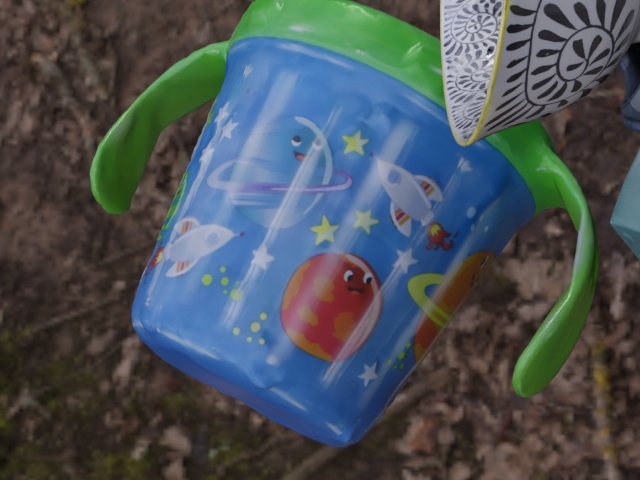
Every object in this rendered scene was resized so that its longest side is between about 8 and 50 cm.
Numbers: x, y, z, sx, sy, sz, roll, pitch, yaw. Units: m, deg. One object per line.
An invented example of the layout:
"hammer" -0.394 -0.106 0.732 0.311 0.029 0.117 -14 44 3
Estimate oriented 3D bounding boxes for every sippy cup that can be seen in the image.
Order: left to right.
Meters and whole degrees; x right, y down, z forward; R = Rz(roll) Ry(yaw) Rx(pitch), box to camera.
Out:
"sippy cup" 0.000 0.000 0.790 0.305 0.240 0.224 7 64 59

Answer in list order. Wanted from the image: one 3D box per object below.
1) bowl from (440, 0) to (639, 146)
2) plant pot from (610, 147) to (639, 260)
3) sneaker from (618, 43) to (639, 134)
"bowl" 0.102 -0.124 0.524 0.170 0.080 0.170 -179 90 -87
"plant pot" 0.370 -0.055 1.024 0.234 0.165 0.165 -47 23 -7
"sneaker" 0.247 -0.066 0.728 0.300 0.121 0.111 -114 29 -45
